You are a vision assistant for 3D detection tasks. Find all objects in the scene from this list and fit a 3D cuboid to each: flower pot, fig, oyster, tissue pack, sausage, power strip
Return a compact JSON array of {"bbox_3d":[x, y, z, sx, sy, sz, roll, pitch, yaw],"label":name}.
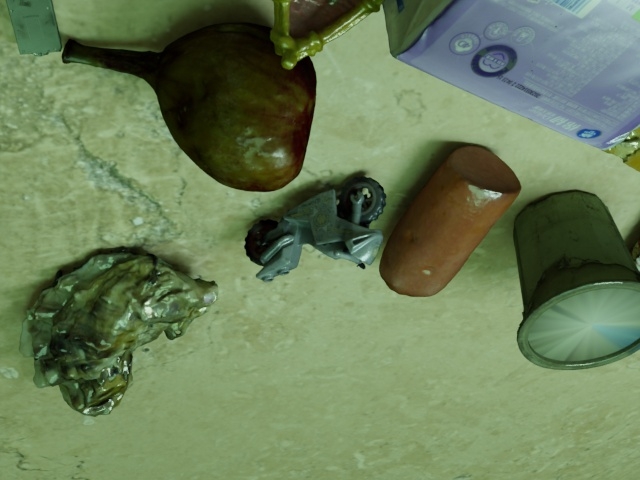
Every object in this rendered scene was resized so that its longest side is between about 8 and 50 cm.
[{"bbox_3d":[0.360,0.044,1.636,0.212,0.202,0.212,-6,145,-4],"label":"flower pot"},{"bbox_3d":[-0.132,-0.174,1.281,0.290,0.190,0.190,26,133,-19],"label":"fig"},{"bbox_3d":[-0.289,0.130,1.686,0.351,0.115,0.238,-28,139,24],"label":"oyster"},{"bbox_3d":[0.265,-0.259,1.250,0.338,0.160,0.242,18,137,-33],"label":"tissue pack"},{"bbox_3d":[0.166,-0.015,1.597,0.113,0.113,0.259,10,138,-23],"label":"sausage"},{"bbox_3d":[-0.313,-0.254,1.251,0.051,0.019,0.136,-5,143,-3],"label":"power strip"}]

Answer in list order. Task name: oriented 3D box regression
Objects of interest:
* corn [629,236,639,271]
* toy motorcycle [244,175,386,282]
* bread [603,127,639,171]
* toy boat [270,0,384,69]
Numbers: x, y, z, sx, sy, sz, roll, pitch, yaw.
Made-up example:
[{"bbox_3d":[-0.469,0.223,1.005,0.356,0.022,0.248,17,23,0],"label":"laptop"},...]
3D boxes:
[{"bbox_3d":[0.515,0.020,1.727,0.098,0.098,0.290,6,141,-19],"label":"corn"},{"bbox_3d":[0.000,0.000,1.569,0.215,0.122,0.080,-24,156,19],"label":"toy motorcycle"},{"bbox_3d":[0.497,-0.168,1.460,0.246,0.111,0.239,23,132,-35],"label":"bread"},{"bbox_3d":[0.045,-0.316,1.165,0.141,0.099,0.318,25,122,-17],"label":"toy boat"}]
